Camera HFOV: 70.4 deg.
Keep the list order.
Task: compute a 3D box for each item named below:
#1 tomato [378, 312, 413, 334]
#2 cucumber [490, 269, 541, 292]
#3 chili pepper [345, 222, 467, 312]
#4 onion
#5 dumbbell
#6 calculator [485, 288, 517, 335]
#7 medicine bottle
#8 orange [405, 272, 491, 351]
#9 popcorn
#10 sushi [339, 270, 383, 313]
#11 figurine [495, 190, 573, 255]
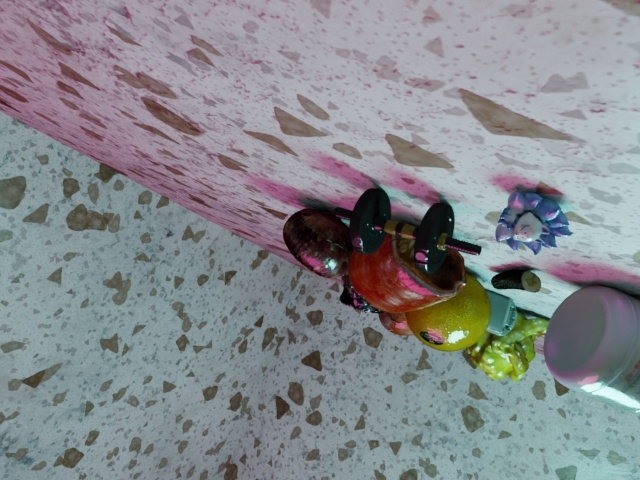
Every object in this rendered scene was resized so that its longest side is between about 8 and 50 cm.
[{"bbox_3d":[0.347,0.246,1.794,0.265,0.264,0.265,22,172,3],"label":"tomato"},{"bbox_3d":[0.501,0.106,1.188,0.052,0.058,0.214,-12,175,-3],"label":"cucumber"},{"bbox_3d":[0.229,0.061,1.192,0.251,0.229,0.305,51,156,3],"label":"chili pepper"},{"bbox_3d":[0.000,0.000,1.363,0.246,0.190,0.246,32,-170,-6],"label":"onion"},{"bbox_3d":[0.166,-0.022,0.933,0.326,0.143,0.143,17,170,31],"label":"dumbbell"},{"bbox_3d":[0.555,0.232,1.574,0.246,0.141,0.045,20,160,11],"label":"calculator"},{"bbox_3d":[0.692,0.256,0.999,0.302,0.241,0.241,23,172,-3],"label":"medicine bottle"},{"bbox_3d":[0.397,0.212,1.432,0.274,0.274,0.274,22,172,3],"label":"orange"},{"bbox_3d":[0.704,0.378,1.751,0.290,0.325,0.321,26,132,15],"label":"popcorn"},{"bbox_3d":[0.184,0.127,1.590,0.225,0.218,0.238,5,-167,-6],"label":"sushi"},{"bbox_3d":[0.333,-0.024,0.703,0.114,0.114,0.079,18,-144,26],"label":"figurine"}]
